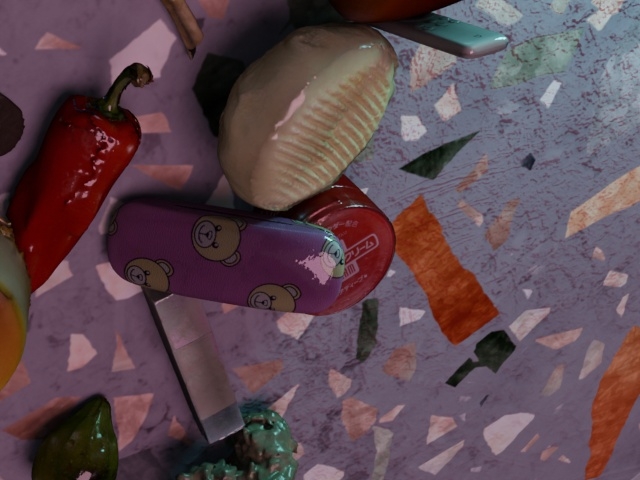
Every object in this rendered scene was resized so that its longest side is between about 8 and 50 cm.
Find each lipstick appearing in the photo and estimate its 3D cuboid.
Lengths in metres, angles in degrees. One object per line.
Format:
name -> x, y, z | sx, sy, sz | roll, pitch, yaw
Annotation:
lipstick -> -0.186, 0.172, 1.628 | 0.068, 0.066, 0.317 | -26, 133, -14

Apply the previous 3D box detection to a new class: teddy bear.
teddy bear -> -0.196, 0.480, 1.788 | 0.368, 0.224, 0.357 | -12, 131, -8

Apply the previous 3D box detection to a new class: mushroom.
mushroom -> -0.185, -0.282, 1.307 | 0.060, 0.061, 0.187 | -47, 139, -3

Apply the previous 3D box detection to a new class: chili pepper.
chili pepper -> -0.307, -0.067, 1.352 | 0.110, 0.110, 0.387 | 14, 118, -40

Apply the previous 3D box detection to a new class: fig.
fig -> -0.350, 0.303, 1.602 | 0.123, 0.123, 0.156 | 24, 68, -42

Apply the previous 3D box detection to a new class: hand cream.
hand cream -> 0.000, 0.000, 1.587 | 0.193, 0.125, 0.193 | -18, 129, -24

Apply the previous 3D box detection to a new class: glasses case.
glasses case -> -0.125, 0.020, 1.458 | 0.316, 0.076, 0.123 | 9, 114, 2

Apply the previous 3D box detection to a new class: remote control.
remote control -> 0.129, -0.272, 1.381 | 0.067, 0.261, 0.029 | -19, 120, -26

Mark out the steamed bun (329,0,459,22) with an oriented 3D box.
steamed bun -> 0.114, -0.430, 1.263 | 0.235, 0.248, 0.379 | -20, 129, -22

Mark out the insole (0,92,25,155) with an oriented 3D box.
insole -> -0.480, -0.163, 1.228 | 0.328, 0.007, 0.111 | 22, 107, -42

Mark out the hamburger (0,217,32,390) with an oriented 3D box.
hamburger -> -0.478, 0.082, 1.284 | 0.276, 0.179, 0.294 | 16, 112, -30

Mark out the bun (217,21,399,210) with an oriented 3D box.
bun -> -0.028, -0.172, 1.410 | 0.287, 0.146, 0.287 | -44, 162, -19
